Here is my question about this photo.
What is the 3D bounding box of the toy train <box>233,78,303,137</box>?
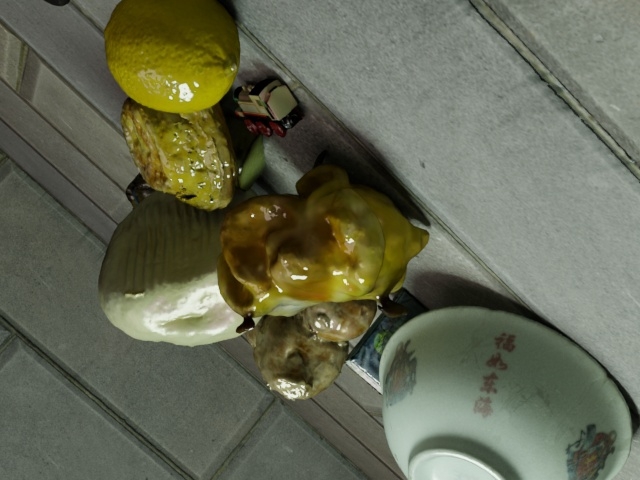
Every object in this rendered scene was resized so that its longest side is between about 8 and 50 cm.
[{"bbox_3d":[-0.086,-0.203,1.417,0.138,0.050,0.087,16,146,54],"label":"toy train"}]

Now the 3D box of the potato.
[{"bbox_3d":[-0.164,-0.160,1.624,0.120,0.081,0.149,34,162,11],"label":"potato"}]

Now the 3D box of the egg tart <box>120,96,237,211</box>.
[{"bbox_3d":[-0.249,-0.173,1.573,0.294,0.123,0.294,47,153,33],"label":"egg tart"}]

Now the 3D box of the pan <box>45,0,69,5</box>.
[{"bbox_3d":[-0.495,-0.476,1.598,0.114,0.040,0.212,27,160,20],"label":"pan"}]

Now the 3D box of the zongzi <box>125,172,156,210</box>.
[{"bbox_3d":[-0.188,-0.032,1.897,0.392,0.174,0.356,-9,122,43],"label":"zongzi"}]

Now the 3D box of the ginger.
[{"bbox_3d":[-0.039,0.158,1.731,0.176,0.256,0.375,30,171,-19],"label":"ginger"}]

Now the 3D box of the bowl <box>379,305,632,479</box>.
[{"bbox_3d":[0.258,0.331,1.494,0.434,0.196,0.435,16,131,20],"label":"bowl"}]

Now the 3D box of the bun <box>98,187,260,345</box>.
[{"bbox_3d":[-0.233,0.053,1.703,0.361,0.361,0.213,25,147,39],"label":"bun"}]

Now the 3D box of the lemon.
[{"bbox_3d":[-0.197,-0.263,1.286,0.203,0.178,0.178,19,155,25],"label":"lemon"}]

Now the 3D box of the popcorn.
[{"bbox_3d":[0.000,0.000,1.436,0.315,0.281,0.297,3,166,-19],"label":"popcorn"}]

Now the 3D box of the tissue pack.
[{"bbox_3d":[0.182,0.232,1.720,0.235,0.173,0.073,42,163,-5],"label":"tissue pack"}]
